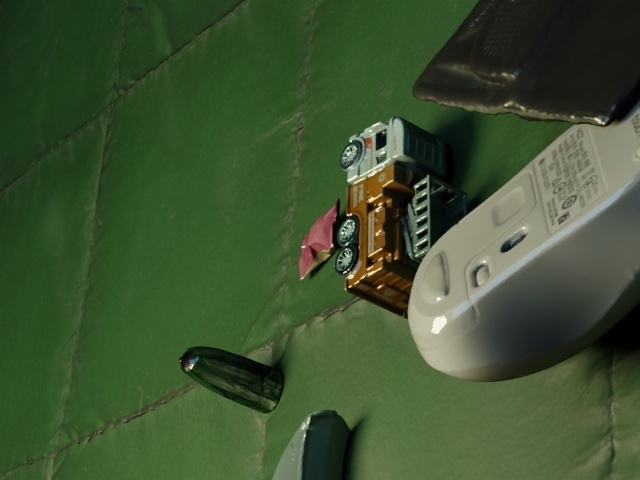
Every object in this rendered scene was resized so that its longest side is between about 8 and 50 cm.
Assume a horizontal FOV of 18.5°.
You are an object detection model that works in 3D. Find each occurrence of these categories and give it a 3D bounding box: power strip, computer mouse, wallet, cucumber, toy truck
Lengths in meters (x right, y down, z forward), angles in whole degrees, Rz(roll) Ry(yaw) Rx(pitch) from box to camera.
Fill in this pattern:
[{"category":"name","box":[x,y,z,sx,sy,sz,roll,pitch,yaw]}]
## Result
[{"category":"power strip","box":[0.012,0.276,1.751,0.167,0.054,0.253,-62,29,18]},{"category":"computer mouse","box":[0.202,0.008,1.537,0.297,0.121,0.184,-39,18,13]},{"category":"wallet","box":[0.223,-0.203,1.669,0.247,0.041,0.323,-53,27,-10]},{"category":"cucumber","box":[-0.092,0.134,1.981,0.048,0.105,0.048,-54,21,32]},{"category":"toy truck","box":[0.079,-0.033,1.820,0.115,0.080,0.177,-33,45,40]}]

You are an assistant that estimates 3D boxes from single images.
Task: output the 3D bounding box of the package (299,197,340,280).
[{"category":"package","box":[0.000,0.000,1.987,0.083,0.029,0.059,-44,32,52]}]
